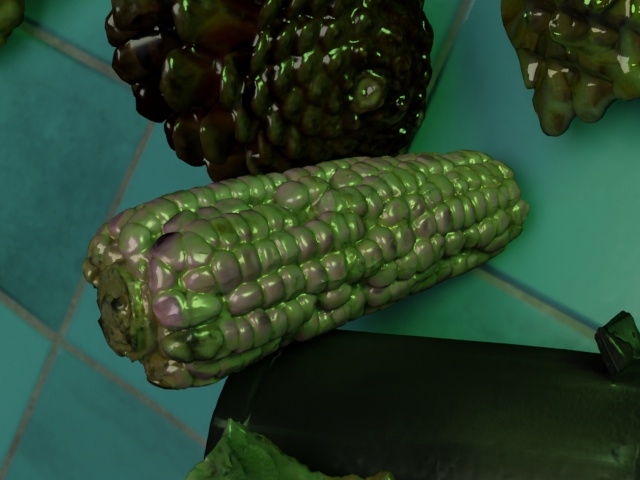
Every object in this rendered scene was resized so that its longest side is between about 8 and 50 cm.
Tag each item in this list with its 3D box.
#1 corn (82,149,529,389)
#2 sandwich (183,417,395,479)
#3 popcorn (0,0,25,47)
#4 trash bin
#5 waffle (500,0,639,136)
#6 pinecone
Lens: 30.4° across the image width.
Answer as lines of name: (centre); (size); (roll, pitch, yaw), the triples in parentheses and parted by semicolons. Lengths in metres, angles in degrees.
corn: (0.002, 0.002, 0.807); (0.126, 0.335, 0.127); (28, 127, 45)
sandwich: (-0.006, 0.239, 0.670); (0.227, 0.155, 0.198); (29, 130, 10)
popcorn: (-0.347, -0.277, 1.135); (0.194, 0.140, 0.163); (-39, 75, 42)
trash bin: (0.099, 0.168, 0.799); (0.301, 0.203, 0.252); (1, 104, 30)
waffle: (0.196, -0.195, 0.810); (0.204, 0.054, 0.224); (-37, 53, 46)
pinecone: (-0.053, -0.158, 0.908); (0.292, 0.246, 0.246); (23, 96, 42)
